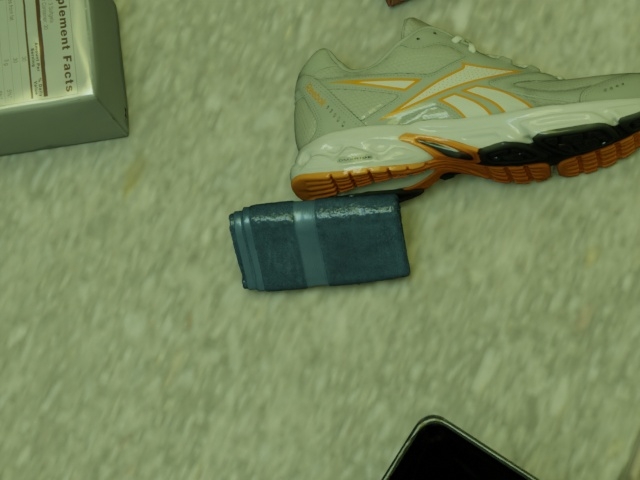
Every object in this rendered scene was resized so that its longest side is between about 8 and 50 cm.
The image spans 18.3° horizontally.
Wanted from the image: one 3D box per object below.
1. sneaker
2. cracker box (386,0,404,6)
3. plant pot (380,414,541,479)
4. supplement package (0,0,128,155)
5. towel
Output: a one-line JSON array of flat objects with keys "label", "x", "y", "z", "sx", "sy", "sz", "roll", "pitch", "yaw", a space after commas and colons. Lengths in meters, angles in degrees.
[{"label": "sneaker", "x": 0.103, "y": -0.102, "z": 1.355, "sx": 0.262, "sy": 0.099, "sz": 0.121, "roll": -8, "pitch": 72, "yaw": 4}, {"label": "cracker box", "x": 0.075, "y": -0.302, "z": 1.415, "sx": 0.156, "sy": 0.067, "sz": 0.232, "roll": -22, "pitch": 75, "yaw": 1}, {"label": "plant pot", "x": 0.101, "y": 0.243, "z": 1.240, "sx": 0.188, "sy": 0.167, "sz": 0.187, "roll": 32, "pitch": 84, "yaw": 13}, {"label": "supplement package", "x": -0.235, "y": -0.121, "z": 1.394, "sx": 0.179, "sy": 0.105, "sz": 0.105, "roll": -8, "pitch": 77, "yaw": 5}, {"label": "towel", "x": 0.000, "y": 0.000, "z": 1.362, "sx": 0.119, "sy": 0.067, "sz": 0.029, "roll": -5, "pitch": 33, "yaw": 9}]
